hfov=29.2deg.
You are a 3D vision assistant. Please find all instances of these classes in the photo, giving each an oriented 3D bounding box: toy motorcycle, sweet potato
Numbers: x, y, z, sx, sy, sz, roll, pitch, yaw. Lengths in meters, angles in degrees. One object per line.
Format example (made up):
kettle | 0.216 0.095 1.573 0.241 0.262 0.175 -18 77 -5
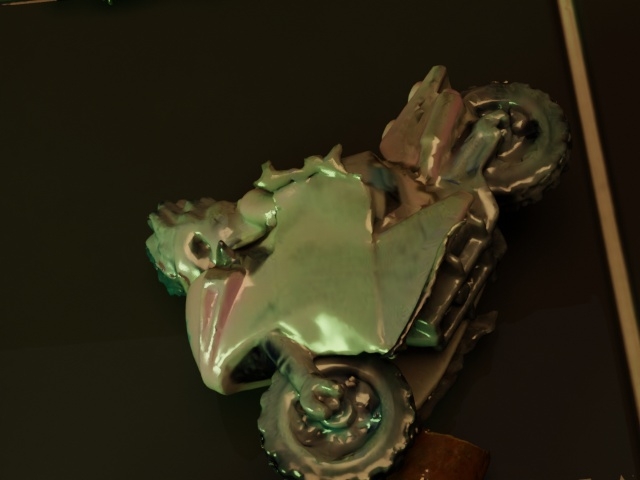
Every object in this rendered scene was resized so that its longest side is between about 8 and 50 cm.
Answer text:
toy motorcycle | -0.001 -0.004 0.639 0.204 0.108 0.239 20 50 29
sweet potato | 0.034 0.137 0.596 0.049 0.049 0.117 35 66 21

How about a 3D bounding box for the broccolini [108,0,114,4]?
broccolini | 0.012 -0.200 0.760 0.392 0.074 0.078 -4 99 6
